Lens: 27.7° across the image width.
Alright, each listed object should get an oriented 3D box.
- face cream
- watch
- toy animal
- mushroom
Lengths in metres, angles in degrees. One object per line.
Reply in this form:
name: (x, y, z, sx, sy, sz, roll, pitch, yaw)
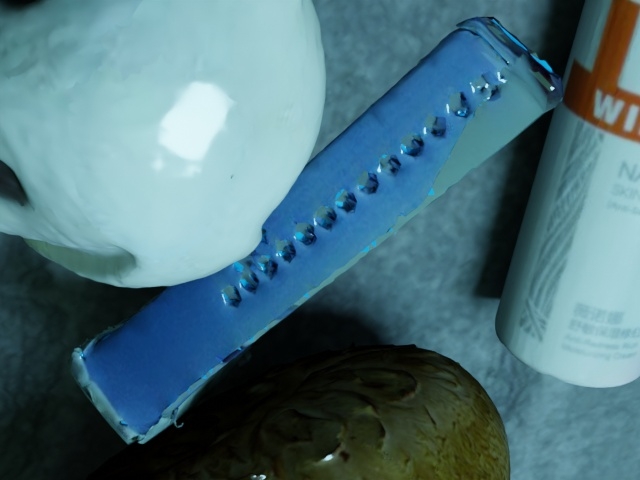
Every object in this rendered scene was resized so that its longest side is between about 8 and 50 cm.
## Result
face cream: (0.183, -0.085, 0.711, 0.102, 0.102, 0.345, 1, 120, -16)
watch: (-0.006, 0.005, 0.626, 0.274, 0.276, 0.068, -37, 89, 9)
toy animal: (-0.095, -0.087, 0.548, 0.174, 0.289, 0.249, 2, 139, -19)
mushroom: (-0.032, 0.163, 0.728, 0.297, 0.278, 0.163, -28, 84, -8)
